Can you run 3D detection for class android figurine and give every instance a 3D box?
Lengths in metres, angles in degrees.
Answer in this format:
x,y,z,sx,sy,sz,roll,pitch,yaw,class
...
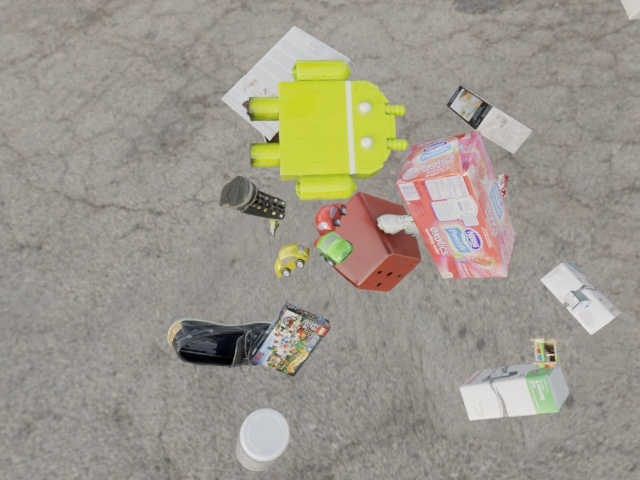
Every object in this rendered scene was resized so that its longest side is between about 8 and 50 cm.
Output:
x,y,z,sx,sy,sz,roll,pitch,yaw,class
0.014,-0.190,0.806,0.273,0.056,0.248,0,83,-2,android figurine

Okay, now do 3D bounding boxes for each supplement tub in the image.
x,y,z,sx,sy,sz,roll,pitch,yaw,class
-0.086,0.292,0.681,0.071,0.107,0.070,6,56,-10,supplement tub

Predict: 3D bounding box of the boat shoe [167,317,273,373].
x,y,z,sx,sy,sz,roll,pitch,yaw,class
-0.298,0.389,1.704,0.501,0.186,0.156,11,16,-23,boat shoe

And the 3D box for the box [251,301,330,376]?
x,y,z,sx,sy,sz,roll,pitch,yaw,class
-0.096,0.322,1.497,0.159,0.233,0.044,26,23,-18,box

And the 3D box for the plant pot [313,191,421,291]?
x,y,z,sx,sy,sz,roll,pitch,yaw,class
0.187,0.028,1.614,0.267,0.267,0.235,-50,51,27,plant pot

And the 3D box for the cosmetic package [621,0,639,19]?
x,y,z,sx,sy,sz,roll,pitch,yaw,class
0.663,-0.650,0.908,0.155,0.197,0.365,-11,76,-15,cosmetic package

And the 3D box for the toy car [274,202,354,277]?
x,y,z,sx,sy,sz,roll,pitch,yaw,class
0.000,0.000,1.040,0.239,0.053,0.225,-47,23,-10,toy car

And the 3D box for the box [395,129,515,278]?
x,y,z,sx,sy,sz,roll,pitch,yaw,class
0.302,-0.066,1.005,0.154,0.299,0.142,-5,43,38,box

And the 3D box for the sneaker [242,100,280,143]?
x,y,z,sx,sy,sz,roll,pitch,yaw,class
-0.141,-0.366,1.466,0.106,0.290,0.123,-19,43,18,sneaker

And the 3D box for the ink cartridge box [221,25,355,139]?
x,y,z,sx,sy,sz,roll,pitch,yaw,class
-0.067,-0.317,0.960,0.224,0.056,0.181,-47,61,0,ink cartridge box

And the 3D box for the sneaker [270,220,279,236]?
x,y,z,sx,sy,sz,roll,pitch,yaw,class
-0.178,-0.054,1.848,0.035,0.083,0.031,1,9,-24,sneaker

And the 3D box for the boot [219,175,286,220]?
x,y,z,sx,sy,sz,roll,pitch,yaw,class
-0.168,-0.111,1.293,0.179,0.236,0.085,14,84,-26,boot

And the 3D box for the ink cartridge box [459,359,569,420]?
x,y,z,sx,sy,sz,roll,pitch,yaw,class
0.642,0.496,1.553,0.289,0.211,0.121,-21,80,33,ink cartridge box

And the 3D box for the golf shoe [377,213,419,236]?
x,y,z,sx,sy,sz,roll,pitch,yaw,class
0.263,-0.063,1.480,0.176,0.086,0.069,3,62,-31,golf shoe

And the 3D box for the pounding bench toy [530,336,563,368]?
x,y,z,sx,sy,sz,roll,pitch,yaw,class
0.504,0.253,1.048,0.052,0.083,0.065,-13,66,40,pounding bench toy

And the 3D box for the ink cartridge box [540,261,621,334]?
x,y,z,sx,sy,sz,roll,pitch,yaw,class
0.728,0.157,1.308,0.082,0.140,0.190,-50,61,26,ink cartridge box

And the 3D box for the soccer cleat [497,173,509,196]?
x,y,z,sx,sy,sz,roll,pitch,yaw,class
0.568,-0.171,1.466,0.036,0.029,0.083,1,73,48,soccer cleat

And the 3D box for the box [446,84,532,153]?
x,y,z,sx,sy,sz,roll,pitch,yaw,class
0.547,-0.406,1.541,0.169,0.087,0.289,23,27,-19,box

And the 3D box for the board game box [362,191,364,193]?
x,y,z,sx,sy,sz,roll,pitch,yaw,class
0.195,-0.083,2.056,0.039,0.124,0.259,7,51,-27,board game box
